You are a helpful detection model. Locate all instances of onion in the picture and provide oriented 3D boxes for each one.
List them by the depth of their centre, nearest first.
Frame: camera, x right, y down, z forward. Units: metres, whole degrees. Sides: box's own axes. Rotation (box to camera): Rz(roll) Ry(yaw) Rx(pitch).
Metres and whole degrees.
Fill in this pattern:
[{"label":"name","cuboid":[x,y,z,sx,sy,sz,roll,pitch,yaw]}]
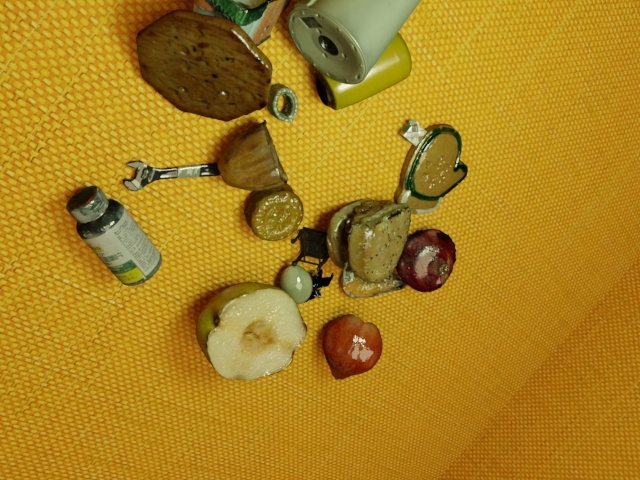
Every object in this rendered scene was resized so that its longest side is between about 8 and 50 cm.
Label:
[{"label":"onion","cuboid":[0.410,0.084,2.223,0.252,0.219,0.252,-10,113,-24]}]

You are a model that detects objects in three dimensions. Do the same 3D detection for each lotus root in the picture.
[{"label":"lotus root","cuboid":[-0.203,-0.228,1.725,0.180,0.199,0.188,-20,89,6]}]

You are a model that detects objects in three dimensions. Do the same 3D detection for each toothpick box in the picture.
[{"label":"toothpick box","cuboid":[0.114,-0.499,1.724,0.271,0.175,0.175,-30,129,-8]}]

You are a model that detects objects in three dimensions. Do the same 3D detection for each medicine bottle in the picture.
[{"label":"medicine bottle","cuboid":[-0.573,-0.014,1.633,0.141,0.141,0.293,-34,129,-9]}]

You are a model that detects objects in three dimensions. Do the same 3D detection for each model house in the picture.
[{"label":"model house","cuboid":[-0.228,-0.552,1.502,0.253,0.184,0.291,-53,176,-47]}]

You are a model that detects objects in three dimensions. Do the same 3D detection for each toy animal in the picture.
[{"label":"toy animal","cuboid":[-0.010,0.154,2.094,0.062,0.108,0.220,-1,149,-32]}]

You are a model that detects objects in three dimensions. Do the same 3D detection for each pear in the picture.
[{"label":"pear","cuboid":[-0.249,0.282,1.971,0.386,0.191,0.340,33,89,-44]}]

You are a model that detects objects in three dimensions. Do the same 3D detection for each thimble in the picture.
[{"label":"thimble","cuboid":[-0.110,-0.399,1.721,0.084,0.062,0.110,-30,129,-13]}]

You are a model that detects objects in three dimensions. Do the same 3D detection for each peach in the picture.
[{"label":"peach","cuboid":[0.111,0.414,2.245,0.232,0.232,0.257,32,83,-39]}]

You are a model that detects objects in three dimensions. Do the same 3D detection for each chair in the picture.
[{"label":"chair","cuboid":[0.000,0.000,2.027,0.229,0.113,0.106,-48,145,-50]}]

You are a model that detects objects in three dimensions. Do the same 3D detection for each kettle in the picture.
[{"label":"kettle","cuboid":[0.093,-0.667,1.524,0.377,0.250,0.361,-52,126,-15]}]

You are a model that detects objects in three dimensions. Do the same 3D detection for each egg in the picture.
[{"label":"egg","cuboid":[-0.085,0.151,2.038,0.114,0.114,0.152,-21,128,-19]}]

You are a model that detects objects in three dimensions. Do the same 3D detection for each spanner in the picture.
[{"label":"spanner","cuboid":[-0.408,-0.200,1.695,0.315,0.024,0.087,-10,118,-26]}]

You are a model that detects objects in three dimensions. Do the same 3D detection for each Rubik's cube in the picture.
[{"label":"Rubik's cube","cuboid":[0.315,-0.366,1.984,0.084,0.075,0.073,28,102,-40]}]

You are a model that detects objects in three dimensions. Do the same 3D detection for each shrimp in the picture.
[{"label":"shrimp","cuboid":[0.216,0.140,2.246,0.316,0.062,0.164,0,115,-28]}]

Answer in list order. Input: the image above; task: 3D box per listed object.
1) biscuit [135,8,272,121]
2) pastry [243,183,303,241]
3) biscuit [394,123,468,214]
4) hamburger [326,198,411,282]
[{"label":"biscuit","cuboid":[-0.288,-0.428,1.475,0.359,0.359,0.046,40,51,-40]},{"label":"pastry","cuboid":[-0.145,-0.090,1.863,0.188,0.103,0.189,-15,125,-23]},{"label":"biscuit","cuboid":[0.419,-0.248,2.130,0.287,0.057,0.344,5,115,-33]},{"label":"hamburger","cuboid":[0.166,0.001,2.013,0.318,0.195,0.277,-31,132,-45]}]
